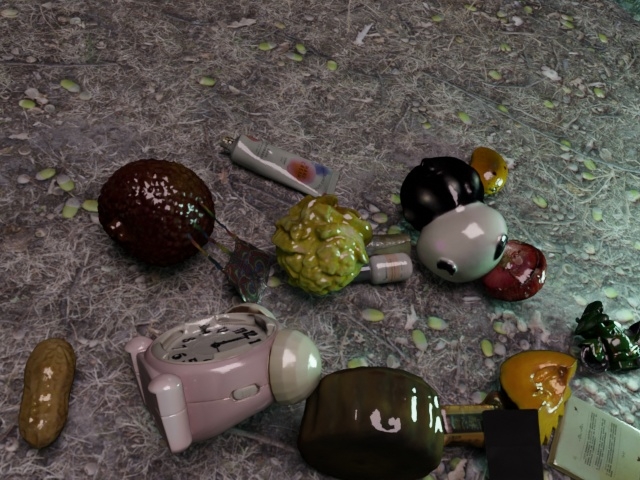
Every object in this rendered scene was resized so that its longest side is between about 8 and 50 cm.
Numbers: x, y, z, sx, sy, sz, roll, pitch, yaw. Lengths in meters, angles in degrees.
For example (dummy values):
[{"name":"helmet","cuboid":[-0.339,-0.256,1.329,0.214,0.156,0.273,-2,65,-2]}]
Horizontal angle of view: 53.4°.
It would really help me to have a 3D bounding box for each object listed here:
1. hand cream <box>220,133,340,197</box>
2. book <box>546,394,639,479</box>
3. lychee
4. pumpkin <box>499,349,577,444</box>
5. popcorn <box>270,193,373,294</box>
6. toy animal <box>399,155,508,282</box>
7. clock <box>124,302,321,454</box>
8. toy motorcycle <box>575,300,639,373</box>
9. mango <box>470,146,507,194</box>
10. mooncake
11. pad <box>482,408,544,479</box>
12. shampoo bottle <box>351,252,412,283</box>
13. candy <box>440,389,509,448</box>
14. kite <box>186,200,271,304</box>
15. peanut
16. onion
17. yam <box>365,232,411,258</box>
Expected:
[{"name":"hand cream","cuboid":[-0.113,-0.210,1.749,0.340,0.078,0.124,21,52,-6]},{"name":"book","cuboid":[0.683,0.504,1.482,0.289,0.026,0.201,28,54,6]},{"name":"lychee","cuboid":[-0.375,-0.068,1.464,0.260,0.261,0.261,7,55,-10]},{"name":"pumpkin","cuboid":[0.486,0.369,1.491,0.149,0.130,0.254,19,42,36]},{"name":"popcorn","cuboid":[0.000,0.000,1.526,0.212,0.259,0.259,40,41,-40]},{"name":"toy animal","cuboid":[0.345,-0.044,1.646,0.250,0.251,0.310,-8,52,-20]},{"name":"clock","cuboid":[-0.191,0.251,1.268,0.325,0.184,0.342,-20,23,-24]},{"name":"toy motorcycle","cuboid":[0.769,0.245,1.633,0.274,0.125,0.187,1,65,-17]},{"name":"mango","cuboid":[0.499,-0.209,1.894,0.115,0.090,0.178,17,45,6]},{"name":"mooncake","cuboid":[0.101,0.365,1.266,0.290,0.290,0.161,13,52,-6]},{"name":"pad","cuboid":[0.413,0.453,1.360,0.116,0.004,0.193,-6,97,13]},{"name":"shampoo bottle","cuboid":[0.134,0.075,1.607,0.192,0.074,0.074,-6,58,-12]},{"name":"candy","cuboid":[0.328,0.406,1.414,0.271,0.101,0.143,4,64,-24]},{"name":"kite","cuboid":[-0.209,0.030,1.469,0.015,0.285,0.152,-10,48,32]},{"name":"peanut","cuboid":[-0.541,0.296,1.257,0.095,0.108,0.226,7,56,-16]},{"name":"onion","cuboid":[0.505,0.094,1.663,0.184,0.147,0.184,-16,37,12]},{"name":"yam","cuboid":[0.154,0.017,1.659,0.169,0.068,0.068,-2,57,-15]}]
